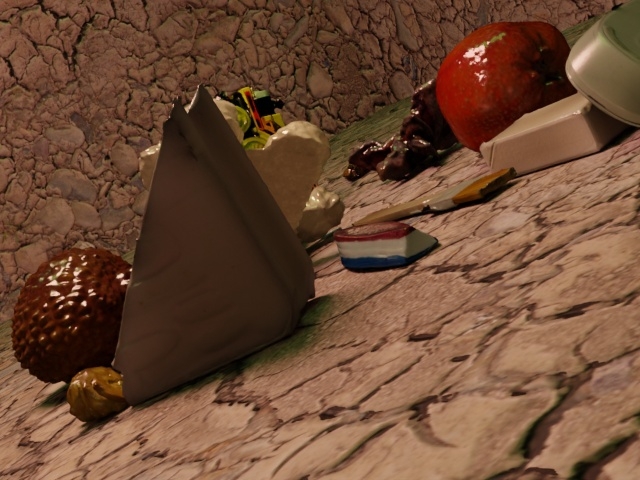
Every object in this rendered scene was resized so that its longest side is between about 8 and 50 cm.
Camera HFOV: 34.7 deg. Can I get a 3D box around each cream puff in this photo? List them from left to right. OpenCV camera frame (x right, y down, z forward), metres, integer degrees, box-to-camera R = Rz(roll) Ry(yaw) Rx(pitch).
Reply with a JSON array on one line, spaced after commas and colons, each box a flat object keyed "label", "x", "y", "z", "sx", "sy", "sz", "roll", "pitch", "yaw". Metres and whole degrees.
[{"label": "cream puff", "x": -0.262, "y": 0.176, "z": 1.195, "sx": 0.083, "sy": 0.058, "sz": 0.083, "roll": -19, "pitch": 10, "yaw": 27}]

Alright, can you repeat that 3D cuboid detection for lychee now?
[{"label": "lychee", "x": -0.338, "y": 0.101, "z": 1.462, "sx": 0.238, "sy": 0.200, "sz": 0.200, "roll": -38, "pitch": 5, "yaw": 15}]

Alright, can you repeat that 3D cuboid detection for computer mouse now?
[{"label": "computer mouse", "x": 0.406, "y": -0.214, "z": 1.242, "sx": 0.288, "sy": 0.159, "sz": 0.097, "roll": -30, "pitch": -29, "yaw": -43}]

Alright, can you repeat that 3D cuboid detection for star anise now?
[{"label": "star anise", "x": 0.179, "y": -0.189, "z": 1.893, "sx": 0.283, "sy": 0.129, "sz": 0.212, "roll": -29, "pitch": -9, "yaw": -41}]

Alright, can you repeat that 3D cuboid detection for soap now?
[{"label": "soap", "x": -0.177, "y": 0.011, "z": 1.163, "sx": 0.258, "sy": 0.302, "sz": 0.159, "roll": -25, "pitch": 16, "yaw": 17}, {"label": "soap", "x": 0.312, "y": -0.143, "z": 1.333, "sx": 0.121, "sy": 0.064, "sz": 0.183, "roll": -34, "pitch": 10, "yaw": -36}]

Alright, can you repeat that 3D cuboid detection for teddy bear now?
[{"label": "teddy bear", "x": -0.117, "y": -0.099, "z": 1.605, "sx": 0.327, "sy": 0.375, "sz": 0.362, "roll": 13, "pitch": 31, "yaw": -2}]

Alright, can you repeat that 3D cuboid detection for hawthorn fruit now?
[{"label": "hawthorn fruit", "x": 0.266, "y": -0.223, "z": 1.542, "sx": 0.205, "sy": 0.205, "sz": 0.253, "roll": -32, "pitch": 4, "yaw": -29}]

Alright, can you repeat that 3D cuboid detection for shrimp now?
[{"label": "shrimp", "x": 0.084, "y": -0.164, "z": 2.292, "sx": 0.101, "sy": 0.042, "sz": 0.190, "roll": -46, "pitch": 0, "yaw": 25}]

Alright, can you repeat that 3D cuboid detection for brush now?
[{"label": "brush", "x": 0.144, "y": -0.049, "z": 1.442, "sx": 0.085, "sy": 0.020, "sz": 0.336, "roll": -32, "pitch": 9, "yaw": -29}]

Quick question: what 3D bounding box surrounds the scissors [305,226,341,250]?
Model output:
[{"label": "scissors", "x": 0.000, "y": 0.000, "z": 1.639, "sx": 0.083, "sy": 0.006, "sz": 0.036, "roll": -33, "pitch": 8, "yaw": -33}]

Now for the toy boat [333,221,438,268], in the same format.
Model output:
[{"label": "toy boat", "x": 0.068, "y": 0.005, "z": 1.272, "sx": 0.080, "sy": 0.046, "sz": 0.229, "roll": -33, "pitch": 12, "yaw": -19}]

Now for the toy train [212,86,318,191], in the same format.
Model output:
[{"label": "toy train", "x": -0.106, "y": -0.150, "z": 1.933, "sx": 0.160, "sy": 0.296, "sz": 0.100, "roll": -23, "pitch": 4, "yaw": -28}]
